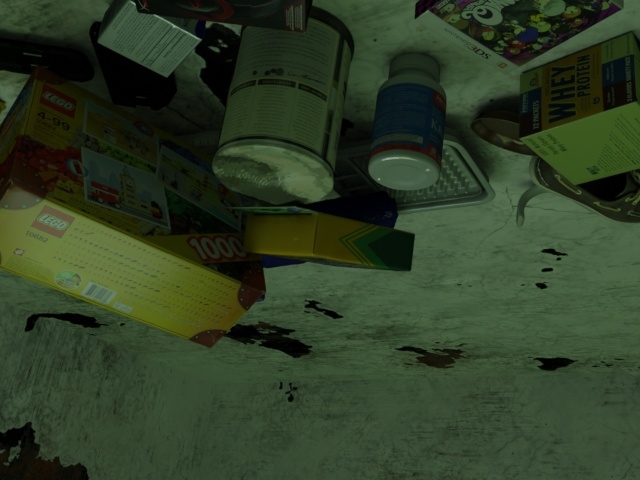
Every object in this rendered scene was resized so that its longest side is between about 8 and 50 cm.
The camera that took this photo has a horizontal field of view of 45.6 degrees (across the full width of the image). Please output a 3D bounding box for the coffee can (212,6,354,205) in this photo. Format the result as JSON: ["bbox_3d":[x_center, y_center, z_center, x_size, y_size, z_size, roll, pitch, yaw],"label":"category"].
[{"bbox_3d":[-0.059,-0.226,1.284,0.202,0.275,0.201,7,156,3],"label":"coffee can"}]

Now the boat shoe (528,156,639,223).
[{"bbox_3d":[0.582,-0.109,1.523,0.324,0.116,0.097,18,178,-11],"label":"boat shoe"}]

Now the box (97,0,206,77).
[{"bbox_3d":[-0.283,-0.362,1.286,0.137,0.072,0.126,24,145,-31],"label":"box"}]

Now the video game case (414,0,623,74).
[{"bbox_3d":[0.296,-0.357,1.157,0.210,0.041,0.232,21,154,-30],"label":"video game case"}]

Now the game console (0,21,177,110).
[{"bbox_3d":[-0.460,-0.342,1.450,0.361,0.044,0.213,8,155,0],"label":"game console"}]

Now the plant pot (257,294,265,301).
[{"bbox_3d":[-0.299,0.049,2.065,0.236,0.212,0.236,-6,159,33],"label":"plant pot"}]

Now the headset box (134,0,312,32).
[{"bbox_3d":[-0.126,-0.416,1.076,0.293,0.110,0.218,8,156,2],"label":"headset box"}]

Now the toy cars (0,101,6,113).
[{"bbox_3d":[-0.768,-0.333,1.515,0.177,0.087,0.393,8,157,-1],"label":"toy cars"}]

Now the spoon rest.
[{"bbox_3d":[0.561,-0.095,1.655,0.276,0.084,0.137,-9,156,5],"label":"spoon rest"}]

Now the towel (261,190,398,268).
[{"bbox_3d":[0.008,-0.026,1.705,0.308,0.076,0.227,-5,153,-8],"label":"towel"}]

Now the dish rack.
[{"bbox_3d":[0.185,-0.151,1.636,0.333,0.072,0.285,-6,152,30],"label":"dish rack"}]

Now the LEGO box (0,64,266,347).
[{"bbox_3d":[-0.373,-0.059,1.474,0.500,0.372,0.193,27,122,-31],"label":"LEGO box"}]

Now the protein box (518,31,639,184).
[{"bbox_3d":[0.479,-0.216,1.302,0.201,0.136,0.200,-15,148,42],"label":"protein box"}]

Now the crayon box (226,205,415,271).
[{"bbox_3d":[0.000,0.000,1.465,0.323,0.083,0.203,12,173,-43],"label":"crayon box"}]

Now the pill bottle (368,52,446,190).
[{"bbox_3d":[0.154,-0.209,1.319,0.124,0.221,0.124,7,158,3],"label":"pill bottle"}]

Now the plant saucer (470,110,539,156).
[{"bbox_3d":[0.369,-0.206,1.445,0.168,0.029,0.168,21,173,3],"label":"plant saucer"}]

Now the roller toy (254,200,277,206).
[{"bbox_3d":[-0.114,-0.090,1.783,0.209,0.146,0.191,-3,152,2],"label":"roller toy"}]

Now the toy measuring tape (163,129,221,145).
[{"bbox_3d":[-0.328,-0.185,1.694,0.330,0.121,0.121,-5,155,6],"label":"toy measuring tape"}]
